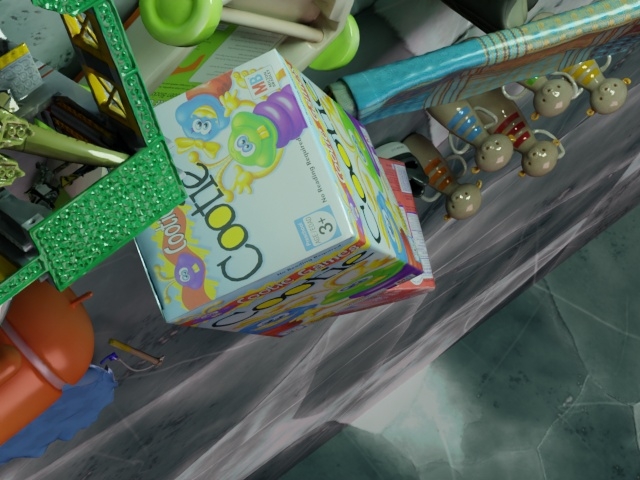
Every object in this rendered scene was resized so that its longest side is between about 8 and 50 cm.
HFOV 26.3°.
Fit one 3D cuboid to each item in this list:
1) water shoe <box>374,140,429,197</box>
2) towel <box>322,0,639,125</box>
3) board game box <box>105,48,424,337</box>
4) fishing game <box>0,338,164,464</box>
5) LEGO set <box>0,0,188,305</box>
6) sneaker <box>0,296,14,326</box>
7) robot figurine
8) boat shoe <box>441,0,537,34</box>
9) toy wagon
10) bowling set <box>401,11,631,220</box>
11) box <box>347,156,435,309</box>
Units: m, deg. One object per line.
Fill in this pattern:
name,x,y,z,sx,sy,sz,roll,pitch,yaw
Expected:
water shoe,0.043,-0.043,1.628,0.203,0.080,0.073,-36,164,-20
towel,0.169,-0.165,1.286,0.370,0.040,0.271,-17,180,-7
board game box,-0.032,-0.022,1.030,0.142,0.144,0.275,-25,169,11
fishing game,-0.306,0.186,1.489,0.264,0.041,0.189,-38,158,8
LEGO set,-0.246,-0.064,0.753,0.331,0.192,0.255,-44,137,-16
sneaker,-0.329,0.066,0.963,0.283,0.107,0.124,-45,159,13
robot figurine,-0.281,0.102,1.139,0.219,0.128,0.158,-39,154,-6
boat shoe,0.159,-0.284,1.184,0.130,0.132,0.355,-52,175,-2
toy wagon,-0.116,-0.104,1.064,0.344,0.068,0.267,-43,166,19
bowling set,0.213,-0.147,1.614,0.287,0.154,0.200,-45,165,10
box,0.000,0.000,1.417,0.142,0.154,0.300,-17,174,20
